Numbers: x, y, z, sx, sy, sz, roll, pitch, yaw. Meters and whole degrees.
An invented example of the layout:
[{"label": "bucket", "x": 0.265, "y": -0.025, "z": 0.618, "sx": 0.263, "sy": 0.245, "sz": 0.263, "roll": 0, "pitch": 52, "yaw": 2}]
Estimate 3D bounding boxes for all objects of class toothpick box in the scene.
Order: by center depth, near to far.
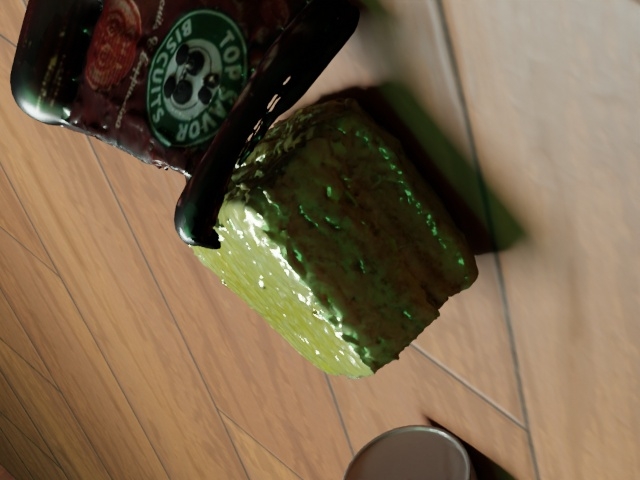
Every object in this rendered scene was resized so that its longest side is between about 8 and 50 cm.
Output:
[{"label": "toothpick box", "x": 0.082, "y": 0.217, "z": 1.389, "sx": 0.098, "sy": 0.098, "sz": 0.149, "roll": 32, "pitch": 156, "yaw": 41}]

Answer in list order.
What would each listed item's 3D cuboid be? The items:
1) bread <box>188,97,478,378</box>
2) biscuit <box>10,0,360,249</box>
[{"label": "bread", "x": 0.000, "y": 0.000, "z": 1.111, "sx": 0.138, "sy": 0.102, "sz": 0.196, "roll": 52, "pitch": 165, "yaw": -6}, {"label": "biscuit", "x": -0.084, "y": -0.099, "z": 1.051, "sx": 0.063, "sy": 0.151, "sz": 0.235, "roll": 12, "pitch": -164, "yaw": -43}]
